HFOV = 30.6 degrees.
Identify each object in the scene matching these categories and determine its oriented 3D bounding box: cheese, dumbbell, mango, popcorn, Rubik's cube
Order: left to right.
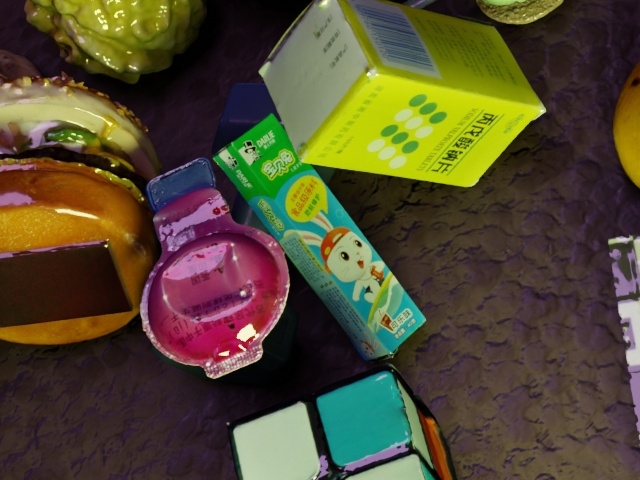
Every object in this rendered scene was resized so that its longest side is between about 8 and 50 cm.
[{"bbox_3d":[-0.261,-0.309,1.467,0.259,0.259,0.212,19,86,29],"label":"popcorn"},{"bbox_3d":[-0.112,0.024,1.136,0.155,0.062,0.244,-24,57,4],"label":"cheese"},{"bbox_3d":[-0.073,-0.010,1.262,0.160,0.144,0.324,4,65,21],"label":"dumbbell"},{"bbox_3d":[0.036,0.241,1.060,0.167,0.180,0.183,-23,59,9],"label":"Rubik's cube"},{"bbox_3d":[0.360,-0.129,1.196,0.115,0.090,0.178,24,81,22],"label":"mango"}]

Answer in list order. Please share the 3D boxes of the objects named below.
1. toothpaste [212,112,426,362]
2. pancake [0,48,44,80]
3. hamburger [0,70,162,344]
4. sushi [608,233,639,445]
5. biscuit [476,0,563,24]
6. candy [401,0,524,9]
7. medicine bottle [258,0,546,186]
[{"bbox_3d":[0.000,0.000,1.180,0.065,0.050,0.266,-40,97,-30],"label":"toothpaste"},{"bbox_3d":[-0.487,-0.137,1.547,0.295,0.049,0.294,-9,62,17],"label":"pancake"},{"bbox_3d":[-0.302,-0.038,1.289,0.291,0.291,0.225,-16,50,12],"label":"hamburger"},{"bbox_3d":[0.458,0.132,1.026,0.359,0.064,0.343,-10,62,14],"label":"sushi"},{"bbox_3d":[0.238,-0.304,1.379,0.120,0.015,0.120,-9,61,16],"label":"biscuit"},{"bbox_3d":[0.083,-0.260,1.364,0.440,0.119,0.119,-27,56,19],"label":"candy"},{"bbox_3d":[0.085,-0.156,1.204,0.137,0.250,0.141,-52,48,34],"label":"medicine bottle"}]
